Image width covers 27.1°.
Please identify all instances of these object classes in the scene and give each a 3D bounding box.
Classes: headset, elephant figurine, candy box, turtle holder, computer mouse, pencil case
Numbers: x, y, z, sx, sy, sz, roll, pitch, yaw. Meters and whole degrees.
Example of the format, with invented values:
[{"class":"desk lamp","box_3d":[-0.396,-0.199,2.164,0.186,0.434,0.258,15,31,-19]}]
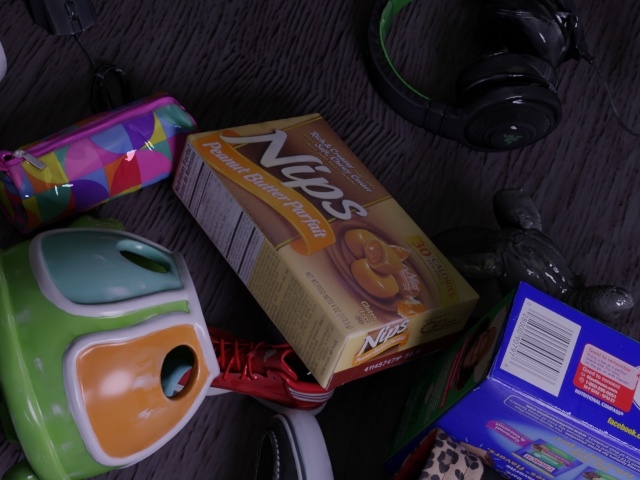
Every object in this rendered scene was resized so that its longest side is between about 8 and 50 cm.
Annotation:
[{"class":"headset","box_3d":[0.251,-0.230,1.616,0.394,0.185,0.243,18,64,5]},{"class":"elephant figurine","box_3d":[0.208,0.029,1.464,0.186,0.239,0.169,7,67,-13]},{"class":"candy box","box_3d":[0.241,0.204,1.358,0.268,0.317,0.122,28,59,-4]},{"class":"turtle holder","box_3d":[-0.229,0.102,1.319,0.228,0.320,0.243,-18,94,-7]},{"class":"candy box","box_3d":[0.000,0.000,1.428,0.183,0.087,0.316,-13,50,-36]},{"class":"computer mouse","box_3d":[-0.279,-0.236,1.550,0.071,0.041,0.242,-24,77,-24]},{"class":"pencil case","box_3d":[-0.249,-0.088,1.461,0.236,0.104,0.104,-25,77,-26]}]

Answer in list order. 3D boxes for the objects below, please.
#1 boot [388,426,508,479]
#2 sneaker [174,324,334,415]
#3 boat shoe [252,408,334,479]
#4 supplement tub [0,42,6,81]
[{"class":"boot","box_3d":[0.133,0.394,1.293,0.284,0.138,0.377,35,91,-6]},{"class":"sneaker","box_3d":[-0.083,0.119,1.408,0.221,0.128,0.087,13,65,-10]},{"class":"boat shoe","box_3d":[-0.056,0.331,1.331,0.119,0.121,0.335,8,68,-17]},{"class":"supplement tub","box_3d":[-0.493,-0.117,1.333,0.235,0.235,0.325,34,63,0]}]
